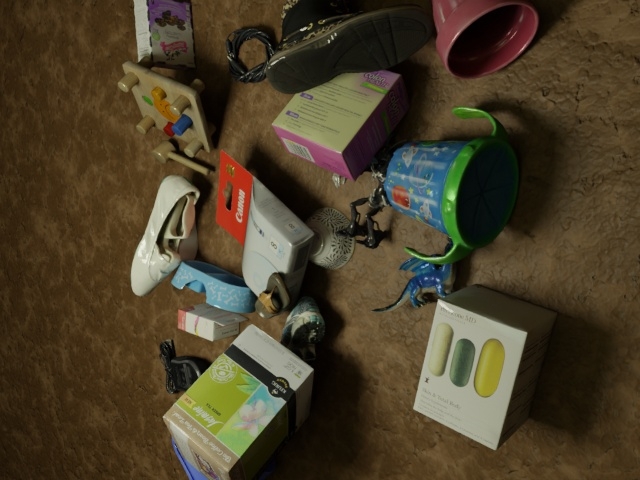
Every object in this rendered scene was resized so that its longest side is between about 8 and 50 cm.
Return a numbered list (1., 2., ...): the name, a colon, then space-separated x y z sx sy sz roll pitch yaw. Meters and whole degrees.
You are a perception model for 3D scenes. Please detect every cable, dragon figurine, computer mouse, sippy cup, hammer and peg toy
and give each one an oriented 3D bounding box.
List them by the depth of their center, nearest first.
1. sippy cup: 0.271 -0.121 1.315 0.224 0.305 0.240 21 147 44
2. dragon figurine: 0.244 0.080 1.434 0.289 0.085 0.144 -22 81 33
3. cable: -0.199 -0.518 1.707 0.185 0.047 0.150 14 105 34
4. hammer and peg toy: -0.432 -0.358 1.812 0.266 0.127 0.361 26 154 16
5. computer mouse: -0.439 0.433 2.018 0.272 0.072 0.188 0 99 49

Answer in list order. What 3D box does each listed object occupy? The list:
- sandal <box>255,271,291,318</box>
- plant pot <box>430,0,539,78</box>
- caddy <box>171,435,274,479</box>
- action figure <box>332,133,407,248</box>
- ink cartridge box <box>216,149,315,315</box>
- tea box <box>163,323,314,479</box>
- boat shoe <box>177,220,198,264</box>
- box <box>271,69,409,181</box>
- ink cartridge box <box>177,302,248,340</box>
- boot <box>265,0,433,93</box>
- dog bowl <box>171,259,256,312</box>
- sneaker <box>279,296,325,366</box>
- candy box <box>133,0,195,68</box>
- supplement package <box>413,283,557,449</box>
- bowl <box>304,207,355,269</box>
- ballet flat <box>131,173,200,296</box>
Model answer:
1. sandal: -0.138 0.159 1.612 0.090 0.060 0.219 53 145 7
2. plant pot: 0.316 -0.468 1.248 0.201 0.201 0.180 -38 59 34
3. caddy: -0.301 0.636 1.834 0.179 0.241 0.341 -42 71 27
4. action figure: 0.123 -0.121 1.467 0.164 0.141 0.275 32 117 39
5. ink cartridge box: -0.194 -0.020 1.678 0.385 0.091 0.308 42 143 23
6. tea box: -0.200 0.458 1.587 0.220 0.323 0.329 32 148 18
7. boat shoe: -0.444 -0.027 1.949 0.070 0.078 0.219 -1 88 36
8. box: 0.050 -0.295 1.432 0.214 0.117 0.243 27 74 31
9. ink cartridge box: -0.332 0.256 1.876 0.198 0.115 0.067 12 103 36
10. boot: 0.057 -0.500 1.398 0.378 0.138 0.284 -17 46 19
11. dog bowl: -0.315 0.133 1.824 0.297 0.166 0.074 20 97 33
12. sneaker: -0.059 0.268 1.699 0.122 0.110 0.283 -99 28 -43
13. candy box: -0.465 -0.619 1.817 0.070 0.165 0.196 1 98 38
14. supplement package: 0.354 0.260 1.309 0.199 0.198 0.262 20 108 34
15. bowl: 0.000 0.000 1.612 0.170 0.080 0.170 7 102 36
16. ballet flat: -0.467 -0.002 1.843 0.139 0.139 0.400 22 96 33
